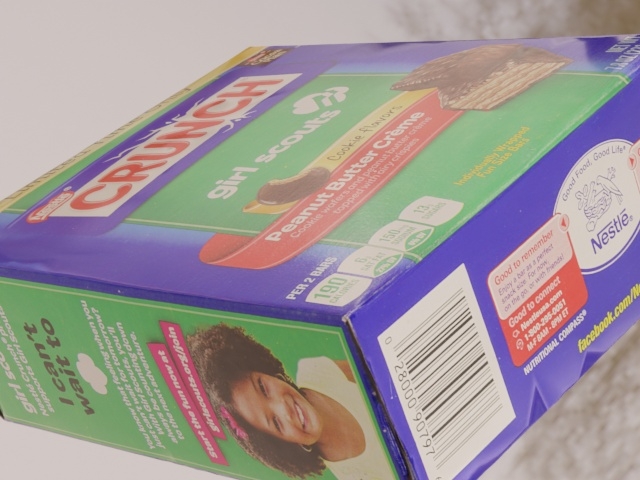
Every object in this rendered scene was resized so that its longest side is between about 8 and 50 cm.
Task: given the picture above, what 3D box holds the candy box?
[{"bbox_3d":[0.000,0.000,0.884,0.268,0.317,0.122,-38,-62,-37],"label":"candy box"}]
